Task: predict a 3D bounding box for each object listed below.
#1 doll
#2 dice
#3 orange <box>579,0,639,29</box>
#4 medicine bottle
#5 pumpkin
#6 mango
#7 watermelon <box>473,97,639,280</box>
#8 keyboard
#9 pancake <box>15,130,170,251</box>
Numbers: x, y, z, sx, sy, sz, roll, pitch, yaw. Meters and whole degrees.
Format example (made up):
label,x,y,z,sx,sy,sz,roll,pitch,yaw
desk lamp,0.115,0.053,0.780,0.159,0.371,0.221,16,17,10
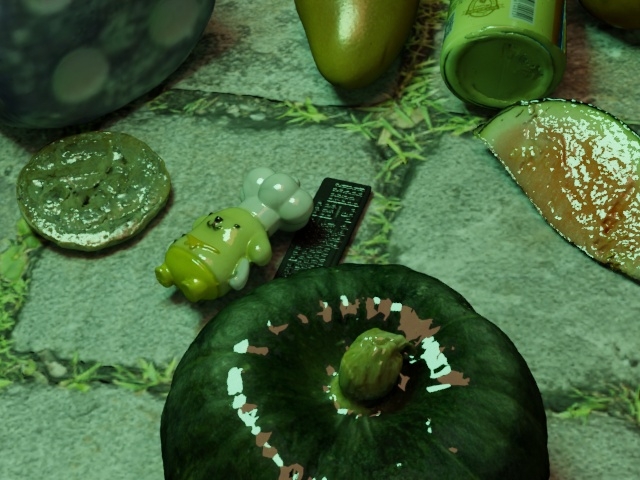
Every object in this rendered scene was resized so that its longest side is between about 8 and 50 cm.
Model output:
label,x,y,z,sx,sy,sz,roll,pitch,yaw
doll,-0.076,-0.007,1.306,0.106,0.062,0.162,24,56,41
dice,-0.283,-0.298,1.448,0.270,0.271,0.270,-35,53,-21
orange,0.331,-0.286,1.446,0.124,0.156,0.156,28,43,-27
medicine bottle,0.192,-0.249,1.445,0.124,0.124,0.239,4,50,11
pumpkin,0.028,0.152,1.063,0.300,0.207,0.300,2,51,-3
mango,0.035,-0.259,1.482,0.138,0.113,0.253,5,57,6
watermelon,0.251,-0.057,1.319,0.119,0.063,0.245,-42,60,-4
keyboard,0.000,0.000,1.327,0.053,0.010,0.155,11,52,18
pancake,-0.222,-0.050,1.389,0.158,0.028,0.158,-2,49,2
